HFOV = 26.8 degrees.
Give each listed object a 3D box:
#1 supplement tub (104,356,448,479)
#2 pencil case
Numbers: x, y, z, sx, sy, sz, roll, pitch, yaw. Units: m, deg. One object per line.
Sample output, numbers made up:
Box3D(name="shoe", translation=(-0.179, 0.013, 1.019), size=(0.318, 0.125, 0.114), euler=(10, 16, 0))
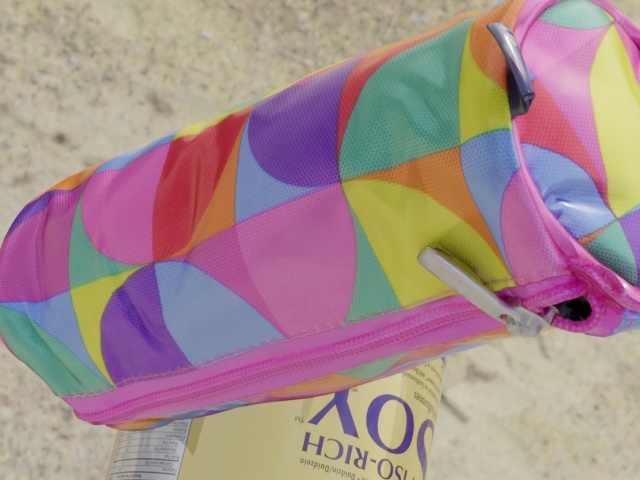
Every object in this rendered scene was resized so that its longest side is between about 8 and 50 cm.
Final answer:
Box3D(name="supplement tub", translation=(-0.039, 0.175, 1.025), size=(0.241, 0.241, 0.331), euler=(17, 68, -12))
Box3D(name="pencil case", translation=(0.000, 0.000, 0.410), size=(0.104, 0.236, 0.104), euler=(17, 65, -42))
